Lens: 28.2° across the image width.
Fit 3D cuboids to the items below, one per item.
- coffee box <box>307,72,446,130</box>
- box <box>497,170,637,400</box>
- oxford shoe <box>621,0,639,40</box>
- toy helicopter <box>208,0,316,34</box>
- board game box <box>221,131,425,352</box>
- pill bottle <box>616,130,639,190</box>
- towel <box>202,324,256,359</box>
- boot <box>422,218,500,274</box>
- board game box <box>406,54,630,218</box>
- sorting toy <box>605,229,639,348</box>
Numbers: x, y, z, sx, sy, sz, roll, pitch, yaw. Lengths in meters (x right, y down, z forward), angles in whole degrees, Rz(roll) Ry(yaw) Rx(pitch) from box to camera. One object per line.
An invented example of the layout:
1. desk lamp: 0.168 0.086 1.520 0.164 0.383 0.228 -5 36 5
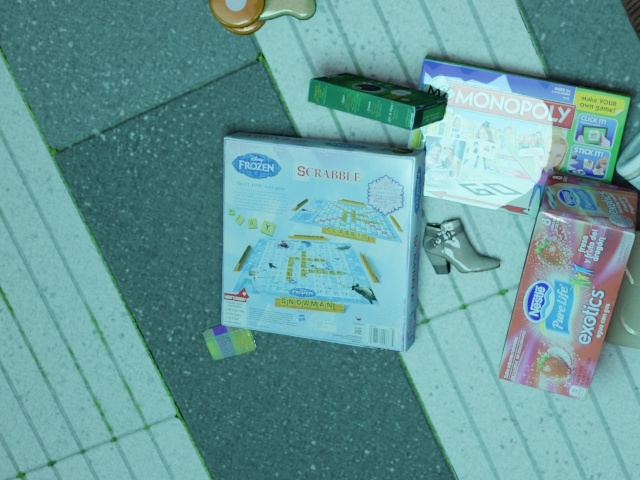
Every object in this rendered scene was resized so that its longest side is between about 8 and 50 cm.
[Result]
1. coffee box: 0.085 -0.212 1.925 0.184 0.113 0.040 18 111 26
2. box: 0.373 0.068 1.921 0.142 0.154 0.300 14 120 9
3. oxford shoe: 0.582 -0.282 1.859 0.130 0.123 0.348 -44 92 -9
4. toy helicopter: -0.020 -0.454 1.922 0.355 0.140 0.235 -10 93 2
5. board game box: 0.000 0.000 2.024 0.319 0.066 0.318 8 107 18
6. pill bottle: 0.546 -0.088 1.897 0.187 0.112 0.112 39 108 -6
7. towel: -0.153 0.168 2.150 0.083 0.009 0.060 -18 101 15
8. boot: 0.222 0.008 2.022 0.118 0.042 0.087 -7 101 12
9. board game box: 0.296 -0.151 1.964 0.317 0.046 0.213 11 107 8
10. sorting toy: 0.534 0.081 1.952 0.208 0.038 0.193 11 111 33
